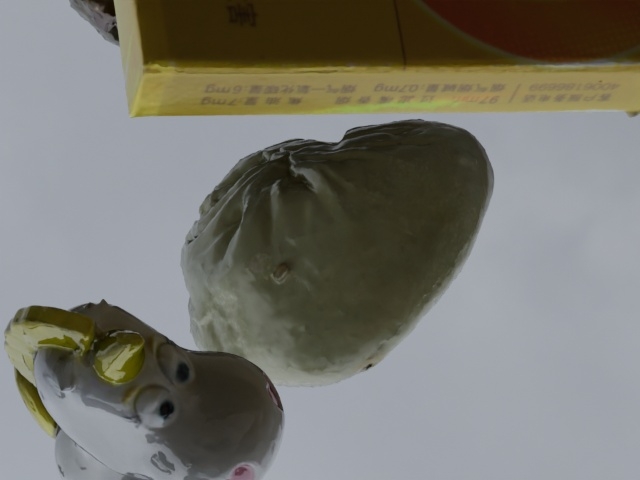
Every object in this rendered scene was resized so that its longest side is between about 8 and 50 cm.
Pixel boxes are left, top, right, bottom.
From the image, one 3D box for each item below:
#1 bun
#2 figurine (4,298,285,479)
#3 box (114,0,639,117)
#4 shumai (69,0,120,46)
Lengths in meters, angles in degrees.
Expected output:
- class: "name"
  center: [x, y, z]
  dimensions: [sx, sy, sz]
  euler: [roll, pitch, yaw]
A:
- class: "bun"
  center: [0.000, 0.000, 1.252]
  dimensions: [0.145, 0.229, 0.229]
  euler: [40, -154, -4]
- class: "figurine"
  center: [-0.084, 0.077, 0.889]
  dimensions: [0.130, 0.178, 0.109]
  euler: [31, -109, -1]
- class: "box"
  center: [0.051, -0.119, 0.770]
  dimensions: [0.269, 0.043, 0.152]
  euler: [-3, -117, -17]
- class: "shumai"
  center: [-0.108, -0.275, 1.303]
  dimensions: [0.283, 0.217, 0.346]
  euler: [53, -166, 25]
